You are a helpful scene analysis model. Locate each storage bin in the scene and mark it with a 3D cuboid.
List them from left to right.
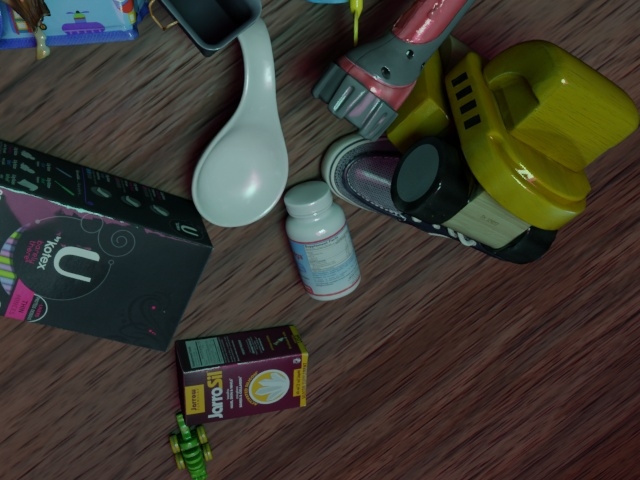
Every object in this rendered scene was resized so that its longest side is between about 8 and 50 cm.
[{"bbox_3d":[-0.141,-0.263,0.814,0.098,0.091,0.135,-42,96,-10],"label":"storage bin"}]

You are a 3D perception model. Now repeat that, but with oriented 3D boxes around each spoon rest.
[{"bbox_3d":[-0.099,-0.141,0.938,0.137,0.084,0.277,-10,119,-28],"label":"spoon rest"}]

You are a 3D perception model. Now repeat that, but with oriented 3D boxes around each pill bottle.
[{"bbox_3d":[0.000,0.000,1.052,0.087,0.087,0.160,-22,121,-8],"label":"pill bottle"}]

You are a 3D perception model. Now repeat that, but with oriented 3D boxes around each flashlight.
[{"bbox_3d":[0.116,-0.260,0.839,0.103,0.103,0.304,34,103,-18],"label":"flashlight"}]

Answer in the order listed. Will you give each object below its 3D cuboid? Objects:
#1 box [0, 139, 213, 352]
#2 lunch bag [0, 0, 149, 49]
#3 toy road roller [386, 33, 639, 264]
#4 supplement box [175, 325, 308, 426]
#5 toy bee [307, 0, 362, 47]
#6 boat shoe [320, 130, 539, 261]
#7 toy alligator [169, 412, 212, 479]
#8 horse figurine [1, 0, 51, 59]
[{"bbox_3d":[-0.294,0.010,0.917,0.270,0.143,0.165,17,110,-27],"label":"box"},{"bbox_3d":[-0.345,-0.317,0.756,0.293,0.138,0.221,-6,120,-1],"label":"lunch bag"},{"bbox_3d":[0.225,-0.153,0.889,0.202,0.330,0.240,22,134,-29],"label":"toy road roller"},{"bbox_3d":[-0.119,0.203,1.118,0.188,0.081,0.104,-6,119,-17],"label":"supplement box"},{"bbox_3d":[0.016,-0.307,0.855,0.298,0.162,0.195,-27,124,-5],"label":"toy bee"},{"bbox_3d":[0.177,-0.060,1.042,0.340,0.158,0.127,8,113,-24],"label":"boat shoe"},{"bbox_3d":[-0.200,0.359,1.187,0.056,0.051,0.190,-16,121,-11],"label":"toy alligator"},{"bbox_3d":[-0.375,-0.232,0.708,0.263,0.066,0.175,-9,122,18],"label":"horse figurine"}]
